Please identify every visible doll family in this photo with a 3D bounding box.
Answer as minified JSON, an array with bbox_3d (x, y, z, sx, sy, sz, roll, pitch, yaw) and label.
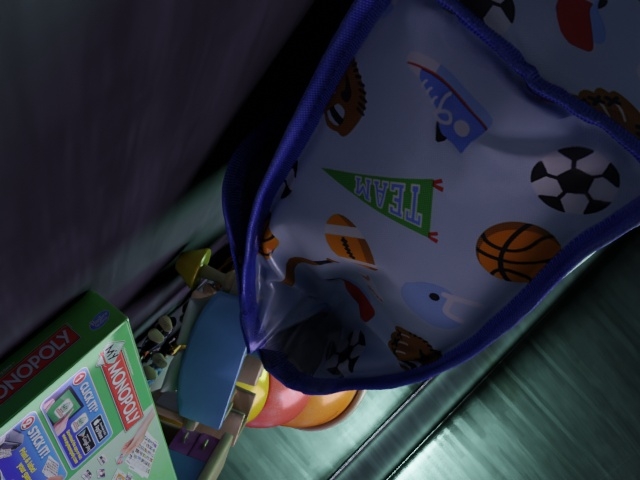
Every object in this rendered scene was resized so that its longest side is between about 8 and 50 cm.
[{"bbox_3d":[-0.205,0.142,1.352,0.193,0.076,0.111,-36,179,-28],"label":"doll family"}]

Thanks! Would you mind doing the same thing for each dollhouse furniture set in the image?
[{"bbox_3d":[-0.164,0.107,1.106,0.286,0.198,0.303,-58,168,-72],"label":"dollhouse furniture set"}]

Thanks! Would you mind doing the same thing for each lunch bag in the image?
[{"bbox_3d":[0.109,-0.075,0.734,0.328,0.239,0.385,-44,172,-39],"label":"lunch bag"}]

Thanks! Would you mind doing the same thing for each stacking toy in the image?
[{"bbox_3d":[-0.156,0.227,1.799,0.350,0.350,0.480,-45,160,31],"label":"stacking toy"}]

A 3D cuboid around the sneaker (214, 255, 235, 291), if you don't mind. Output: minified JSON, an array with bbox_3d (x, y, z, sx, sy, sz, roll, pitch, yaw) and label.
[{"bbox_3d":[-0.105,0.059,1.292,0.084,0.083,0.215,-48,179,-6],"label":"sneaker"}]

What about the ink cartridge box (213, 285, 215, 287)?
[{"bbox_3d":[-0.116,0.062,1.548,0.135,0.056,0.099,-43,178,12],"label":"ink cartridge box"}]

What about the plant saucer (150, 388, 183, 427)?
[{"bbox_3d":[-0.333,0.313,1.310,0.333,0.081,0.333,-15,158,-46],"label":"plant saucer"}]

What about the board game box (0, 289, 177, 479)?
[{"bbox_3d":[-0.226,0.208,0.820,0.213,0.046,0.317,-43,152,-28],"label":"board game box"}]
